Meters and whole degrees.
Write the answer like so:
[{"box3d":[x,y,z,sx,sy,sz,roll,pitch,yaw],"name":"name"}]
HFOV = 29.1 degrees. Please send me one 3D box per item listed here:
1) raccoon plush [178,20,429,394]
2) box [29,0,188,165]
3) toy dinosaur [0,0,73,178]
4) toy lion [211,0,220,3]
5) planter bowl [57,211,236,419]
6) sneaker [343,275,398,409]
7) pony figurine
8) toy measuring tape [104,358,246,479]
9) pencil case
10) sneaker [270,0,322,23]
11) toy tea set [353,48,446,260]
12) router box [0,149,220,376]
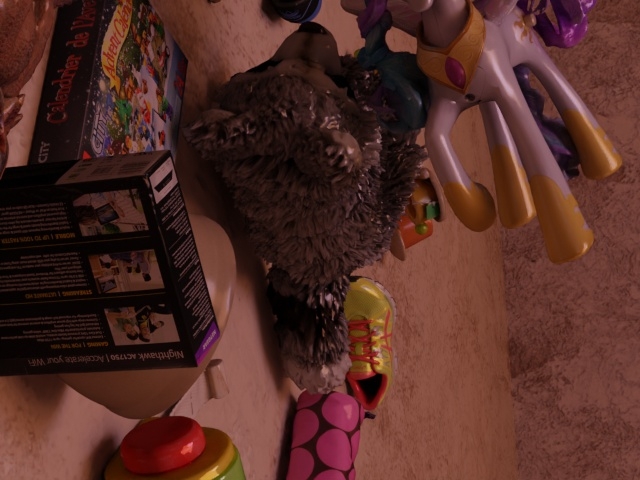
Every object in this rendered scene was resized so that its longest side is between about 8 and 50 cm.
[{"box3d":[0.000,0.000,1.243,0.299,0.216,0.447,-61,142,-68],"name":"raccoon plush"},{"box3d":[-0.172,-0.101,1.034,0.159,0.044,0.233,58,31,-56],"name":"box"},{"box3d":[-0.219,-0.124,0.778,0.296,0.127,0.200,-65,155,-81],"name":"toy dinosaur"},{"box3d":[-0.123,-0.305,1.296,0.100,0.034,0.096,-4,81,-73],"name":"toy lion"},{"box3d":[-0.155,0.037,0.895,0.109,0.162,0.162,28,54,-37],"name":"planter bowl"},{"box3d":[0.062,0.141,1.661,0.094,0.081,0.209,-69,149,-52],"name":"sneaker"},{"box3d":[0.159,-0.195,1.149,0.364,0.302,0.351,62,31,-15],"name":"pony figurine"},{"box3d":[-0.100,0.183,1.058,0.330,0.121,0.121,-53,134,-66],"name":"toy measuring tape"},{"box3d":[0.004,0.277,1.419,0.098,0.095,0.209,89,10,-49],"name":"pencil case"},{"box3d":[-0.034,-0.386,1.519,0.090,0.081,0.232,-20,105,-80],"name":"sneaker"},{"box3d":[0.092,-0.113,1.859,0.200,0.124,0.336,-134,-154,-68],"name":"toy tea set"},{"box3d":[-0.166,0.018,0.784,0.046,0.178,0.133,-58,140,-60],"name":"router box"}]
